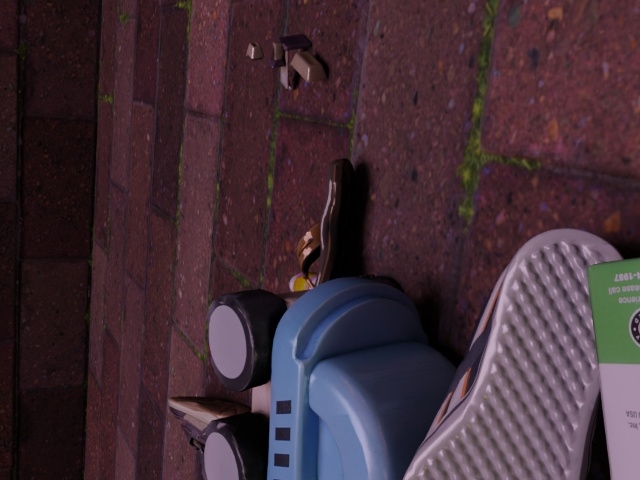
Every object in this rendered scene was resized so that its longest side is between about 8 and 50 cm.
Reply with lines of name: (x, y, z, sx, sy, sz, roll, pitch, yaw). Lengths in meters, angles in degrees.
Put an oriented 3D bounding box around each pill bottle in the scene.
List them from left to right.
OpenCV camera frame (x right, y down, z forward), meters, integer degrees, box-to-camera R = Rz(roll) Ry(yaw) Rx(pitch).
pill bottle: (-0.013, 0.067, 1.004, 0.083, 0.043, 0.043, 6, 95, 61)

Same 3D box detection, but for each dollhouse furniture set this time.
dollhouse furniture set: (-0.047, -0.238, 1.040, 0.114, 0.091, 0.081, -125, 28, -43)

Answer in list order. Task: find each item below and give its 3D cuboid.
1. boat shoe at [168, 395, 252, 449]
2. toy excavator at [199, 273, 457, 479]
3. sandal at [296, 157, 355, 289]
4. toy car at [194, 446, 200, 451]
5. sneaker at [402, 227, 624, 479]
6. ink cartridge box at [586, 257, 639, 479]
boat shoe: (-0.215, 0.347, 1.327, 0.285, 0.103, 0.092, -7, 79, 56)
toy excavator: (0.080, 0.267, 0.692, 0.445, 0.222, 0.432, 12, 103, 52)
sandal: (0.000, 0.000, 0.921, 0.090, 0.060, 0.219, -23, -60, -72)
toy car: (-0.225, 0.444, 1.405, 0.060, 0.041, 0.121, 14, 101, 39)
sneaker: (0.158, 0.145, 0.567, 0.126, 0.127, 0.321, 25, 98, 17)
ink cartridge box: (0.279, 0.143, 0.380, 0.211, 0.122, 0.289, -15, 77, 61)
